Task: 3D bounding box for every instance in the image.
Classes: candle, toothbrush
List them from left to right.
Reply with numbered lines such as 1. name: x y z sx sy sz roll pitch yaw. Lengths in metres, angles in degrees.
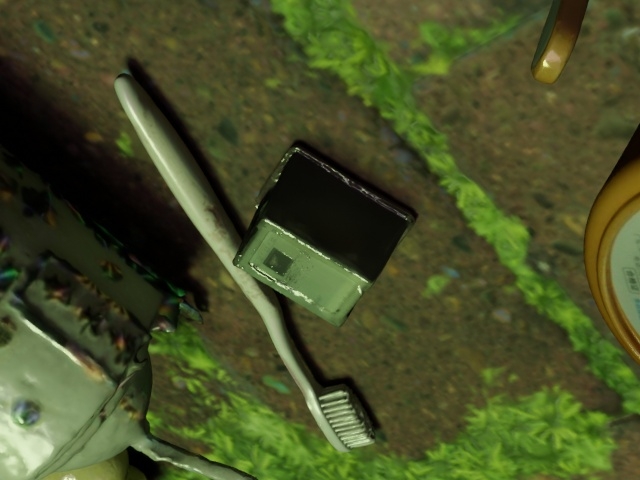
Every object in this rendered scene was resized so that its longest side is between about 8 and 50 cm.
1. candle: -0.186 0.061 0.869 0.330 0.187 0.187 41 133 -15
2. toothbrush: -0.041 0.021 0.878 0.029 0.025 0.307 -16 122 24

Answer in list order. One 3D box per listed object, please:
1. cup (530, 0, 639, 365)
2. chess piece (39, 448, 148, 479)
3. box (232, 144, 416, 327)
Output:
1. cup: 0.192 -0.069 0.541 0.226 0.264 0.182 34 144 8
2. chess piece: -0.152 0.203 1.057 0.094 0.094 0.170 -5 120 27
3. box: 0.000 0.000 0.814 0.084 0.063 0.060 31 134 -6
